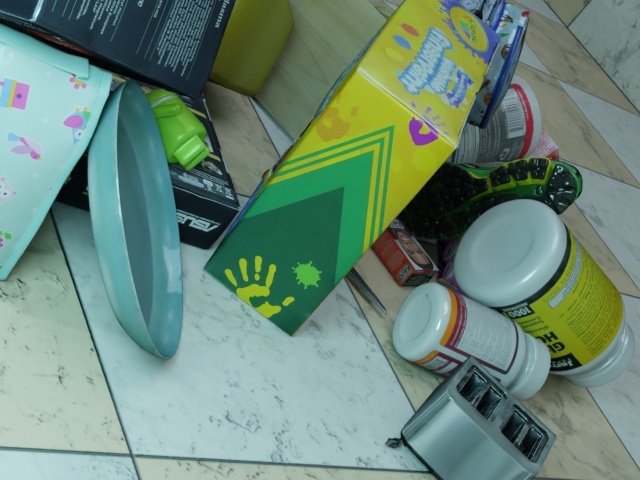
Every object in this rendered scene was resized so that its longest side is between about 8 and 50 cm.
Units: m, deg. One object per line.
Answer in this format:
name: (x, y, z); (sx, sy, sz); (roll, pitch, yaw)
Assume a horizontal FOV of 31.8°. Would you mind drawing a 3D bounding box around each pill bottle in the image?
pill bottle: (0.226, 0.155, 1.666); (0.221, 0.121, 0.121); (26, 30, -26)
pill bottle: (0.233, -0.202, 2.070); (0.318, 0.176, 0.176); (-14, 54, -28)
pill bottle: (0.372, 0.098, 1.810); (0.334, 0.188, 0.188); (43, 20, -37)

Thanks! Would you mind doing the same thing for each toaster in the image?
toaster: (0.206, 0.261, 1.494); (0.168, 0.110, 0.185); (43, 27, 8)

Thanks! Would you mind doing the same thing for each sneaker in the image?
sneaker: (0.282, -0.072, 1.921); (0.146, 0.343, 0.134); (-9, 97, -60)

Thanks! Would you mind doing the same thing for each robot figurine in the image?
robot figurine: (-0.193, -0.146, 1.446); (0.115, 0.067, 0.101); (50, 1, 14)

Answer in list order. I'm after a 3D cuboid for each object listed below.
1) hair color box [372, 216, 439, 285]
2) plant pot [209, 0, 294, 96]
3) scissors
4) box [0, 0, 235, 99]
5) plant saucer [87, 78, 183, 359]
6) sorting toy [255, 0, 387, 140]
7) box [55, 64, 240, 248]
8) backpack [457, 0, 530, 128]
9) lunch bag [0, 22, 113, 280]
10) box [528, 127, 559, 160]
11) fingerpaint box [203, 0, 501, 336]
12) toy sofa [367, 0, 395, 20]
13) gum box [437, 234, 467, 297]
hair color box: (0.125, 0.010, 1.844); (0.072, 0.043, 0.141); (3, 45, -51)
plant pot: (-0.166, -0.348, 1.801); (0.212, 0.212, 0.187); (24, -7, 35)
scissors: (0.000, 0.000, 1.733); (0.109, 0.021, 0.297); (12, 39, -46)
box: (-0.309, -0.311, 1.212); (0.343, 0.179, 0.312); (21, 3, 24)
plant saucer: (-0.208, -0.021, 1.273); (0.043, 0.318, 0.317); (-8, 35, 3)
sorting toy: (-0.020, -0.345, 1.986); (0.257, 0.255, 0.089); (48, 12, 16)
box: (-0.318, -0.172, 1.502); (0.395, 0.097, 0.318); (18, 36, -36)
backpack: (0.218, -0.293, 1.872); (0.213, 0.263, 0.276); (26, -20, 12)
lunch bag: (-0.368, -0.120, 1.174); (0.223, 0.262, 0.160); (24, 31, -27)
box: (0.348, -0.220, 2.305); (0.300, 0.142, 0.154); (56, -3, 29)
fingerpaint box: (0.056, -0.135, 1.586); (0.163, 0.371, 0.445); (37, 31, -5)
toy sofa: (-0.001, -0.432, 2.238); (0.177, 0.150, 0.362); (42, 26, 16)
gum box: (0.263, 0.036, 1.957); (0.107, 0.062, 0.188); (33, 27, -13)
